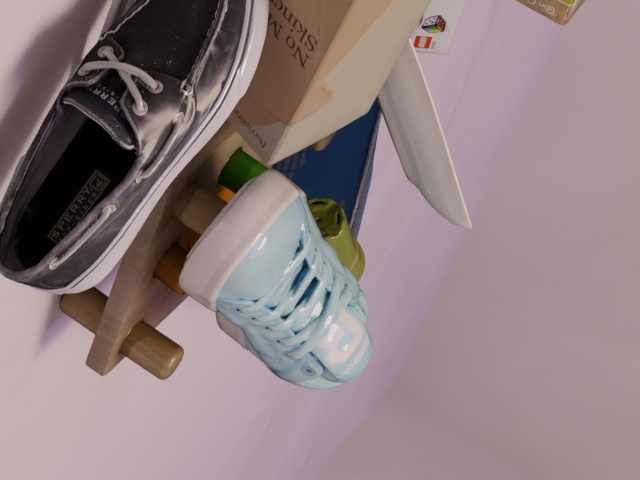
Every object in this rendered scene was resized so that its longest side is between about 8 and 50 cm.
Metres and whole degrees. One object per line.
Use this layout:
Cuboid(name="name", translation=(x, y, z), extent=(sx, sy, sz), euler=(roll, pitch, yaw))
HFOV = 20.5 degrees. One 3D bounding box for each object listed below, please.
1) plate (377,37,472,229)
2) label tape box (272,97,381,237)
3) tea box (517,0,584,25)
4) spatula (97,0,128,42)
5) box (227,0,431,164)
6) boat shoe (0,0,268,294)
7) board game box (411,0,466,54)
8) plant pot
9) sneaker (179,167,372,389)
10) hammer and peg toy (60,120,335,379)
Cuboid(name="plate", translation=(0.057, -0.178, 1.614), extent=(0.277, 0.045, 0.278), euler=(-107, 176, -57))
Cuboid(name="label tape box", translation=(0.000, -0.070, 1.915), extent=(0.334, 0.106, 0.240), euler=(99, 5, -63))
Cuboid(name="tea box", translation=(0.294, -0.484, 1.987), extent=(0.329, 0.220, 0.323), euler=(-51, 166, -36))
Cuboid(name="spatula", translation=(-0.155, -0.139, 1.425), extent=(0.168, 0.019, 0.242), euler=(-42, 165, -50))
Cuboid(name="box", translation=(0.003, -0.212, 1.371), extent=(0.121, 0.148, 0.311), euler=(-31, 163, -33))
Cuboid(name="boat shoe", translation=(-0.145, -0.096, 1.302), extent=(0.301, 0.108, 0.102), euler=(-55, 164, 4))
Cuboid(name="board game box", translation=(0.134, -0.364, 1.805), extent=(0.305, 0.053, 0.193), euler=(107, -17, -50))
Cuboid(name="plant pot", translation=(0.000, 0.000, 1.698), extent=(0.083, 0.083, 0.079), euler=(-53, 158, -26))
Cuboid(name="sneaker", translation=(-0.014, 0.047, 1.527), extent=(0.135, 0.150, 0.366), euler=(-54, 168, -6))
Cuboid(name="hammer and peg toy", translation=(-0.088, -0.043, 1.690), extent=(0.361, 0.127, 0.266), euler=(-46, 165, -48))
